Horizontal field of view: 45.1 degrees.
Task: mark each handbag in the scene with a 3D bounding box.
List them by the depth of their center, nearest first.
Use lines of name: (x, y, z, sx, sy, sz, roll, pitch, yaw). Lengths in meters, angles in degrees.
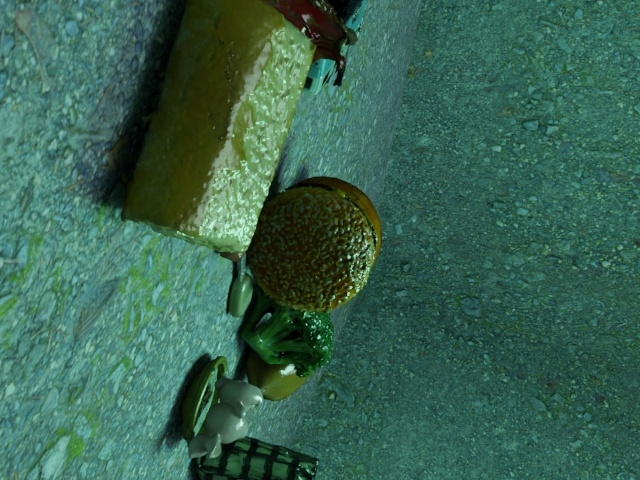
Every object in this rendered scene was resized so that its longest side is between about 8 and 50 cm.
handbag: (-0.176, 0.676, 2.168, 0.325, 0.326, 0.163, 96, 11, -53)

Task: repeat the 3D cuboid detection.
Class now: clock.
clock: (-0.286, 0.384, 1.848, 0.237, 0.057, 0.237, 17, 90, -82)

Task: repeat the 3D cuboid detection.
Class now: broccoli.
broccoli: (-0.085, 0.231, 2.127, 0.245, 0.294, 0.265, -40, 174, -9)

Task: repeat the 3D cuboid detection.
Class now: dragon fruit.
dragon fruit: (-0.040, -0.381, 1.466, 0.262, 0.211, 0.134, 74, 28, -62)

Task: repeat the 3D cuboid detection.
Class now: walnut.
walnut: (-0.122, 0.358, 2.284, 0.298, 0.203, 0.203, -47, 154, -59)

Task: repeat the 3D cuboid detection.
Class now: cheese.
cheese: (-0.194, 0.103, 1.898, 0.192, 0.037, 0.097, 99, 13, -44)

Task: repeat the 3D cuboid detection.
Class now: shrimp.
shrimp: (0.032, -0.472, 2.103, 0.152, 0.046, 0.219, 89, 20, -52)

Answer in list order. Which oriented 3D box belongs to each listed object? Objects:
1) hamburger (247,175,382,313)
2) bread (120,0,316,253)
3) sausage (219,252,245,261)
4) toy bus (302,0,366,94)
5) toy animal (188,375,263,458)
hamburger: (-0.013, 0.009, 1.938, 0.250, 0.329, 0.330, -48, 154, -62)
bread: (-0.162, -0.178, 1.185, 0.236, 0.165, 0.376, 19, 88, -58)
sausage: (-0.177, -0.030, 1.699, 0.062, 0.062, 0.154, 32, 77, -79)
toy bus: (0.000, -0.458, 1.721, 0.165, 0.133, 0.271, 103, 13, -51)
toy animal: (-0.222, 0.427, 1.782, 0.124, 0.124, 0.213, 92, 22, -57)
